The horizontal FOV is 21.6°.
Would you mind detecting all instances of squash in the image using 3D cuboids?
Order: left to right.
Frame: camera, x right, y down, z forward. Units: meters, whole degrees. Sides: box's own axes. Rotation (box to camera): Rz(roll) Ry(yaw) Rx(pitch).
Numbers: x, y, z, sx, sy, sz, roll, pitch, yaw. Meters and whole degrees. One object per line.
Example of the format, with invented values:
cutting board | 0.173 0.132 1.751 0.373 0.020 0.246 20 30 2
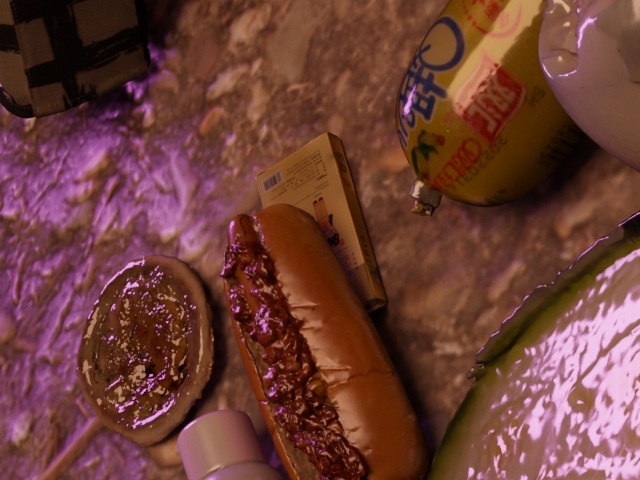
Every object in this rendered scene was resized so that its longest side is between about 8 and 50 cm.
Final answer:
squash | 0.148 0.124 0.939 0.309 0.210 0.233 -17 53 30

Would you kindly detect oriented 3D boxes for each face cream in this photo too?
face cream | -0.033 0.236 1.131 0.082 0.082 0.269 -39 55 24

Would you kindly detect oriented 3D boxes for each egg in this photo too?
egg | 0.238 -0.110 0.935 0.183 0.217 0.183 -59 16 30

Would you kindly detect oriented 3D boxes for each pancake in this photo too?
pancake | -0.133 0.082 1.295 0.152 0.025 0.151 -14 67 36

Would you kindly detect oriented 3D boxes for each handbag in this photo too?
handbag | -0.272 -0.316 1.353 0.163 0.325 0.327 -25 46 -21

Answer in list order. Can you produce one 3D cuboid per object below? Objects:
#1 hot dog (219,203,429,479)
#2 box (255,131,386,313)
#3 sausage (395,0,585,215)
hot dog | -0.004 0.086 1.140 0.102 0.076 0.249 -33 68 23
box | 0.000 0.000 1.216 0.073 0.020 0.149 -30 59 28
sausage | 0.159 -0.156 1.068 0.347 0.123 0.123 -54 51 12
